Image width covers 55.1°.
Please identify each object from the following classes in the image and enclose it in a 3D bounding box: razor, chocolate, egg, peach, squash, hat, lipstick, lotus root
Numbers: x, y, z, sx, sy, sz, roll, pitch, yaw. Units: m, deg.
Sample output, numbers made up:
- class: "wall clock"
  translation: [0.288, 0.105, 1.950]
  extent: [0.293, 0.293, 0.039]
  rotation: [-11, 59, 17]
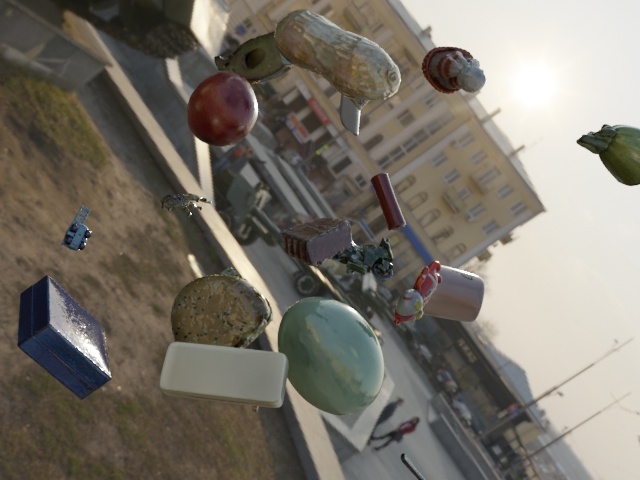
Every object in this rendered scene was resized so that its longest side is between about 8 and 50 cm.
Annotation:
- class: "razor"
  translation: [0.292, 0.718, 1.912]
  extent: [0.066, 0.033, 0.190]
  rotation: [-79, 147, -48]
- class: "chocolate"
  translation: [0.030, -0.398, 1.328]
  extent: [0.309, 0.134, 0.134]
  rotation: [32, 1, 14]
- class: "egg"
  translation: [0.031, 0.326, 1.737]
  extent: [0.388, 0.276, 0.276]
  rotation: [57, 5, -28]
- class: "peach"
  translation: [-0.285, -0.396, 1.827]
  extent: [0.200, 0.243, 0.243]
  rotation: [33, 13, -16]
- class: "squash"
  translation: [0.508, -0.167, 1.053]
  extent: [0.132, 0.105, 0.105]
  rotation: [25, 18, -22]
- class: "hat"
  translation: [0.274, -0.331, 1.203]
  extent: [0.162, 0.112, 0.093]
  rotation: [-128, -141, -67]
- class: "hat"
  translation: [0.114, -0.387, 1.750]
  extent: [0.147, 0.085, 0.175]
  rotation: [1, 87, -68]
- class: "lipstick"
  translation: [0.278, -0.159, 2.532]
  extent: [0.080, 0.080, 0.241]
  rotation: [27, 44, -75]
- class: "lotus root"
  translation: [-0.189, -0.608, 2.075]
  extent: [0.210, 0.314, 0.141]
  rotation: [-25, 104, -46]

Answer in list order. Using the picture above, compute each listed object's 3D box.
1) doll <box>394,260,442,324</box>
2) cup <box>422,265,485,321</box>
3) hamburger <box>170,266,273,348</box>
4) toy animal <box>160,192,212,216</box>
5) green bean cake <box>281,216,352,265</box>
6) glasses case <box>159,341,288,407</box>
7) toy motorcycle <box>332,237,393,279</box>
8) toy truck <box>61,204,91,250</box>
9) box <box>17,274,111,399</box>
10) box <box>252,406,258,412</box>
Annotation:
- class: "doll"
  translation: [0.287, 0.165, 1.816]
  extent: [0.076, 0.245, 0.142]
  rotation: [17, -43, 32]
- class: "cup"
  translation: [0.488, 0.193, 2.286]
  extent: [0.201, 0.191, 0.253]
  rotation: [13, 10, 3]
- class: "hamburger"
  translation: [-0.327, 0.250, 1.957]
  extent: [0.277, 0.318, 0.195]
  rotation: [45, -2, 14]
- class: "toy animal"
  translation: [-0.434, -0.126, 2.060]
  extent: [0.086, 0.069, 0.220]
  rotation: [35, 19, 26]
- class: "green bean cake"
  translation: [0.000, 0.000, 2.061]
  extent: [0.199, 0.233, 0.097]
  rotation: [19, -59, 50]
- class: "glasses case"
  translation: [-0.242, 0.339, 1.553]
  extent: [0.070, 0.313, 0.131]
  rotation: [79, 16, -63]
- class: "toy motorcycle"
  translation: [0.152, 0.042, 2.274]
  extent: [0.275, 0.124, 0.187]
  rotation: [22, 45, 6]
- class: "toy truck"
  translation: [-0.711, -0.036, 1.811]
  extent: [0.074, 0.136, 0.063]
  rotation: [9, -20, 49]
- class: "box"
  translation: [-0.737, 0.274, 1.777]
  extent: [0.261, 0.116, 0.279]
  rotation: [56, -4, -35]
- class: "box"
  translation: [-0.246, 0.614, 2.413]
  extent: [0.048, 0.025, 0.115]
  rotation: [94, 7, -56]
